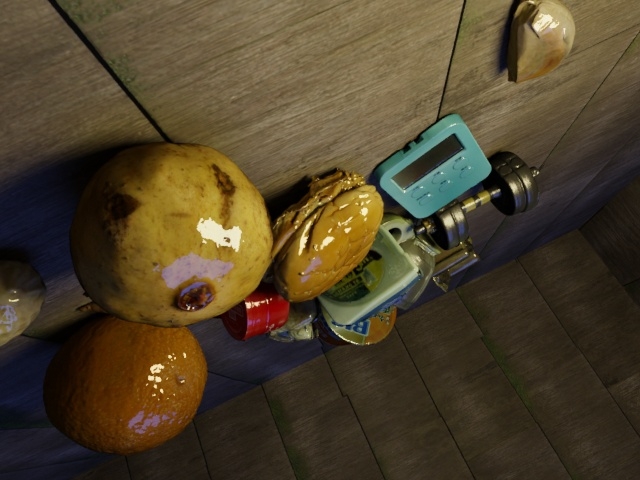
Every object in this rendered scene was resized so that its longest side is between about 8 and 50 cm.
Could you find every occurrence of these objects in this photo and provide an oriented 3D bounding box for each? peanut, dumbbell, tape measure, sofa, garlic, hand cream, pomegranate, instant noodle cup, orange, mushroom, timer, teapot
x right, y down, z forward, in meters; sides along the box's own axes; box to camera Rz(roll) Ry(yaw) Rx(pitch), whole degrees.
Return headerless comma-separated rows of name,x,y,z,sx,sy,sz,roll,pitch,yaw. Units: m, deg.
peanut,-0.580,0.139,0.711,0.298,0.136,0.120,-29,125,8
dumbbell,0.439,-0.111,1.252,0.389,0.185,0.185,-27,159,-1
tape measure,0.098,0.070,1.166,0.259,0.262,0.138,-37,165,6
sofa,0.556,0.087,1.838,0.200,0.182,0.258,-36,157,21
garlic,0.391,-0.357,0.779,0.102,0.086,0.195,-18,163,12
hand cream,-0.176,0.150,1.129,0.125,0.193,0.193,-12,154,-33
pomegranate,-0.209,-0.006,0.650,0.281,0.281,0.281,-23,158,-10
instant noodle cup,0.095,0.244,1.560,0.297,0.296,0.214,-15,164,-27
orange,-0.449,0.317,1.024,0.357,0.321,0.322,-5,167,23
mushroom,-0.101,0.231,1.427,0.164,0.189,0.267,1,166,-12
timer,0.271,-0.169,1.061,0.232,0.091,0.250,-35,153,22
teapot,0.224,0.037,1.385,0.239,0.322,0.239,-50,-165,13

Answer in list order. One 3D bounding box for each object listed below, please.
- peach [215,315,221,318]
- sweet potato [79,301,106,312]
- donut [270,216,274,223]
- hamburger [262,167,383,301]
peach,-0.209,0.173,1.312,0.279,0.068,0.189,-27,161,0
sweet potato,-0.416,0.124,0.975,0.226,0.068,0.068,-7,154,-11
donut,-0.151,-0.004,0.983,0.141,0.059,0.140,-24,157,-10
hamburger,0.000,0.000,0.961,0.319,0.158,0.318,-42,160,-19
